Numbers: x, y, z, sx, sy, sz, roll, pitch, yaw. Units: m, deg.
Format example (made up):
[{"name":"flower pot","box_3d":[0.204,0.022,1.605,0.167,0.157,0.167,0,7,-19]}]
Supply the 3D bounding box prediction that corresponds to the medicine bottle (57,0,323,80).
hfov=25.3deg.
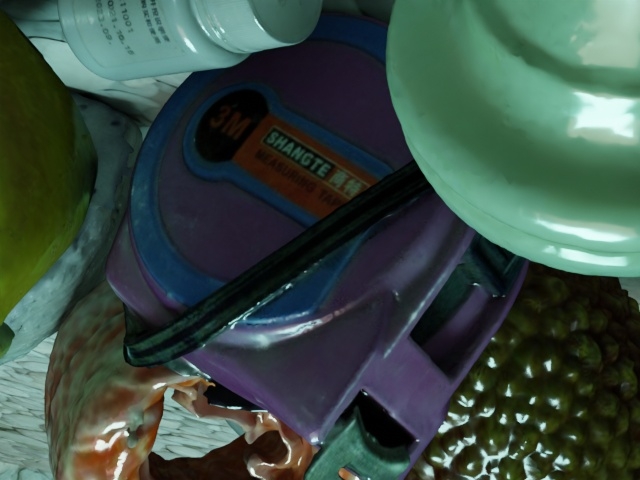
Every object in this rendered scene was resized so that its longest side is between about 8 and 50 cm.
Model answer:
[{"name":"medicine bottle","box_3d":[-0.069,-0.130,0.756,0.130,0.080,0.080,-2,155,37]}]

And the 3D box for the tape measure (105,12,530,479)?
[{"name":"tape measure","box_3d":[0.000,0.000,0.813,0.231,0.245,0.149,33,172,39]}]

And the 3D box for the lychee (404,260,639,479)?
[{"name":"lychee","box_3d":[0.140,0.099,1.048,0.236,0.236,0.271,7,138,18]}]

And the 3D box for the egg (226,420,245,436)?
[{"name":"egg","box_3d":[0.006,0.120,1.257,0.232,0.176,0.176,11,162,25]}]

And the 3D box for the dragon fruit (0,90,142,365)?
[{"name":"dragon fruit","box_3d":[-0.285,-0.005,1.052,0.283,0.221,0.204,12,155,-2]}]

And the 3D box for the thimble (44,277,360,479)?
[{"name":"thimble","box_3d":[-0.071,0.131,0.978,0.239,0.239,0.162,23,-159,-25]}]

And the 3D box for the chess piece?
[{"name":"chess piece","box_3d":[0.112,-0.134,0.499,0.194,0.195,0.299,9,151,13]}]

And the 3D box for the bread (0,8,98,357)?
[{"name":"bread","box_3d":[-0.310,-0.069,0.812,0.395,0.264,0.239,52,160,3]}]
